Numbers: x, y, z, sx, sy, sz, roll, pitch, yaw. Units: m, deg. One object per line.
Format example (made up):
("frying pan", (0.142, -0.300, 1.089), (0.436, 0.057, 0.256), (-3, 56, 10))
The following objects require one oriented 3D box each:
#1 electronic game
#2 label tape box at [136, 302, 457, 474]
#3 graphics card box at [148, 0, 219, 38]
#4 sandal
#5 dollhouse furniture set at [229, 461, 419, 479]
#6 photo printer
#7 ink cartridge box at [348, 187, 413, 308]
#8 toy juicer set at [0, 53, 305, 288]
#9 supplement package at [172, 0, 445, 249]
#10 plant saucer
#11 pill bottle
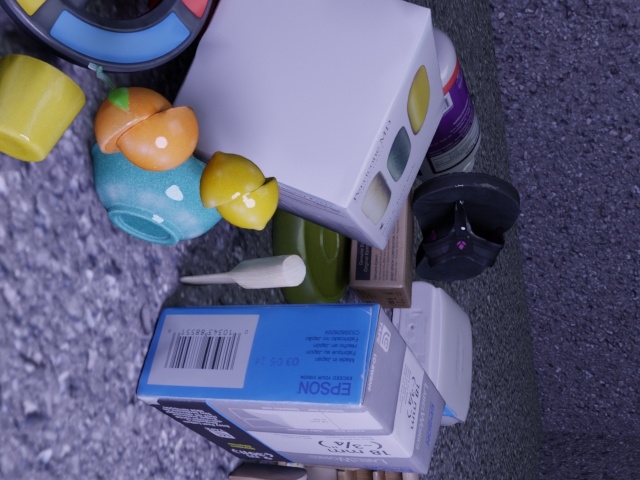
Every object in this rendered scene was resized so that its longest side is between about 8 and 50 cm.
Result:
("electronic game", (-0.182, -0.258, 0.624), (0.229, 0.048, 0.229), (-2, 93, -45))
("label tape box", (-0.002, 0.186, 0.819), (0.334, 0.240, 0.106), (54, 40, -51))
("graphics card box", (-0.037, -0.364, 0.862), (0.371, 0.094, 0.233), (-37, 153, -60))
("sandal", (0.241, 0.011, 1.244), (0.446, 0.167, 0.107), (70, 19, -68))
("dollhouse furniture set", (0.017, 0.365, 0.944), (0.242, 0.161, 0.212), (-16, 102, -66))
("photo printer", (0.238, 0.245, 1.521), (0.307, 0.107, 0.256), (40, 52, -59))
("ink cartridge box", (0.106, 0.002, 1.217), (0.235, 0.088, 0.193), (54, 38, -73))
("toy juicer set", (-0.110, -0.044, 0.643), (0.329, 0.209, 0.089), (50, 52, -53))
("supplement package", (0.001, -0.130, 0.790), (0.199, 0.198, 0.262), (-67, 165, -3))
("plant saucer", (0.000, 0.000, 1.098), (0.241, 0.037, 0.241), (-2, 90, -66))
("pill bottle", (0.195, -0.237, 1.385), (0.323, 0.181, 0.181), (53, 41, -53))
